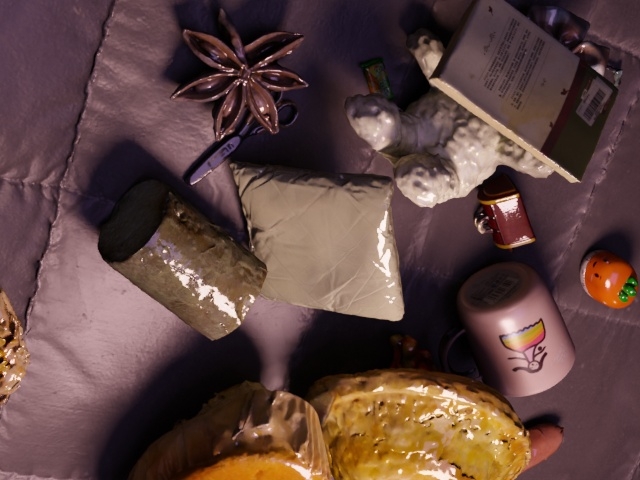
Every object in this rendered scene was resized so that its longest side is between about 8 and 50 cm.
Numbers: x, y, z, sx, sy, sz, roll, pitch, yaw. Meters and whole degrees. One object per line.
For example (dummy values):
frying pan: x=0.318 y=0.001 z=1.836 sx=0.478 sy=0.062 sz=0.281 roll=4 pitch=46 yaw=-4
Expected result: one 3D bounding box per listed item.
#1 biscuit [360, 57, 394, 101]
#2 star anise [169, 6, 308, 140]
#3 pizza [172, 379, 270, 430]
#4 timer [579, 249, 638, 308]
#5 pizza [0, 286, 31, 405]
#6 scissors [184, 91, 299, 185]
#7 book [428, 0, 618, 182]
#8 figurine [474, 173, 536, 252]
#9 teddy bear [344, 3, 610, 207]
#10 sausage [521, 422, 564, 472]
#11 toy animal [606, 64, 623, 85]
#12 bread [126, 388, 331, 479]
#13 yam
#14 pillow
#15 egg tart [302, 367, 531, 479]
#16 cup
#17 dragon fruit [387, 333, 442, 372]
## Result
biscuit: x=0.098 y=-0.266 z=1.559 sx=0.046 sy=0.016 sz=0.089 roll=-27 pitch=121 yaw=-13
star anise: x=-0.126 y=-0.245 z=1.421 sx=0.212 sy=0.073 sz=0.197 roll=13 pitch=102 yaw=-21
pizza: x=-0.134 y=0.324 z=1.675 sx=0.188 sy=0.081 sz=0.204 roll=-39 pitch=130 yaw=22
timer: x=0.601 y=0.087 z=1.897 sx=0.099 sy=0.136 sz=0.136 roll=-45 pitch=123 yaw=5
pizza: x=-0.522 y=0.192 z=1.430 sx=0.226 sy=0.069 sz=0.147 roll=-48 pitch=121 yaw=0
scissors: x=-0.134 y=-0.164 z=1.491 sx=0.220 sy=0.017 sz=0.088 roll=-42 pitch=122 yaw=-3
book: x=0.325 y=-0.242 z=1.438 sx=0.289 sy=0.026 sz=0.201 roll=34 pitch=68 yaw=-12
figurine: x=0.343 y=-0.036 z=1.749 sx=0.098 sy=0.082 sz=0.154 roll=-24 pitch=122 yaw=1
teddy bear: x=0.280 y=-0.243 z=1.496 sx=0.362 sy=0.327 sz=0.375 roll=-42 pitch=163 yaw=19
sausage: x=0.351 y=0.502 z=1.981 sx=0.433 sy=0.088 sz=0.088 roll=-27 pitch=121 yaw=-14
toy animal: x=0.465 y=-0.289 z=1.708 sx=0.253 sy=0.070 sz=0.079 roll=-28 pitch=157 yaw=-26
bread: x=-0.157 y=0.411 z=1.567 sx=0.388 sy=0.183 sz=0.236 roll=-34 pitch=132 yaw=24
yam: x=-0.209 y=0.037 z=1.464 sx=0.161 sy=0.161 sz=0.268 roll=-48 pitch=121 yaw=0
pillow: x=0.001 y=-0.001 z=1.503 sx=0.076 sy=0.274 sz=0.281 roll=-55 pitch=146 yaw=-46
egg tart: x=0.162 y=0.396 z=1.673 sx=0.443 sy=0.178 sz=0.443 roll=6 pitch=139 yaw=5
cup: x=0.341 y=0.176 z=1.780 sx=0.252 sy=0.191 sz=0.200 roll=-26 pitch=119 yaw=4
dragon fruit: x=0.175 y=0.267 z=1.771 sx=0.133 sy=0.150 sz=0.208 roll=-40 pitch=121 yaw=-40
